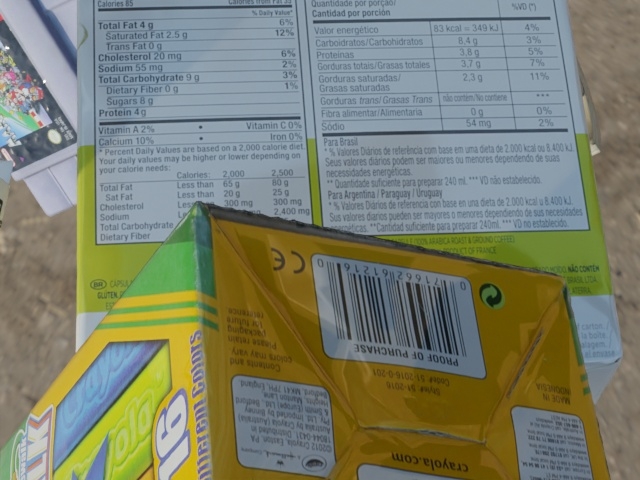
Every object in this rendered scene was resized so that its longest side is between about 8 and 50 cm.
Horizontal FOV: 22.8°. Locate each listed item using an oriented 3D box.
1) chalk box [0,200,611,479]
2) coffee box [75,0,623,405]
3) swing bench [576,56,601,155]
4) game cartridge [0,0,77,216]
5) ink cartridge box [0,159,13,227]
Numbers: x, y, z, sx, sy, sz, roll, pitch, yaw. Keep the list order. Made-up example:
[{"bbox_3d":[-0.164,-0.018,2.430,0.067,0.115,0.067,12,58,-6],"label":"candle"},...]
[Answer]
[{"bbox_3d":[-0.030,0.145,0.677,0.180,0.179,0.289,11,143,-26],"label":"chalk box"},{"bbox_3d":[0.000,0.000,1.161,0.338,0.338,0.334,-2,65,-5],"label":"coffee box"},{"bbox_3d":[0.109,-0.162,1.591,0.253,0.165,0.255,-24,132,23],"label":"swing bench"},{"bbox_3d":[-0.294,-0.210,1.695,0.230,0.068,0.355,-24,113,15],"label":"game cartridge"},{"bbox_3d":[-0.228,-0.018,1.005,0.048,0.028,0.083,1,69,20],"label":"ink cartridge box"}]
